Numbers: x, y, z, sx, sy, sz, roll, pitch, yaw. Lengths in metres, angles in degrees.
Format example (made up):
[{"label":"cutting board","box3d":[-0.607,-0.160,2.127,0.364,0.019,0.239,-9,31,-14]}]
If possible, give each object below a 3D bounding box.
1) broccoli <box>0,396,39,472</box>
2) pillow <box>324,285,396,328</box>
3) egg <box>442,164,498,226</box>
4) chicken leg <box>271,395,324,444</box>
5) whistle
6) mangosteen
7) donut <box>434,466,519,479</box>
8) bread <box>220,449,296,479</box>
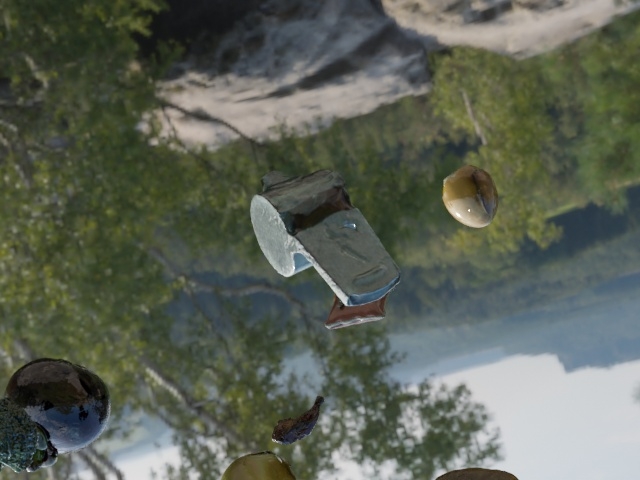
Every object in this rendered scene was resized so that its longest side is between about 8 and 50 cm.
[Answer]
[{"label":"broccoli","box3d":[-0.544,0.330,1.571,0.160,0.154,0.167,-35,-154,-3]},{"label":"pillow","box3d":[0.101,0.160,2.506,0.171,0.075,0.179,-11,-155,19]},{"label":"egg","box3d":[0.199,-0.056,1.269,0.071,0.083,0.071,-16,165,-5]},{"label":"chicken leg","box3d":[-0.040,0.371,1.968,0.145,0.062,0.037,-27,140,-26]},{"label":"whistle","box3d":[0.003,-0.020,1.972,0.168,0.188,0.404,-23,-153,-24]},{"label":"mangosteen","box3d":[-0.526,0.344,1.919,0.216,0.216,0.216,-14,173,-2]},{"label":"donut","box3d":[0.373,0.737,2.443,0.360,0.170,0.360,-21,-154,11]},{"label":"bread","box3d":[-0.116,0.478,1.700,0.158,0.156,0.261,-54,-167,9]}]
